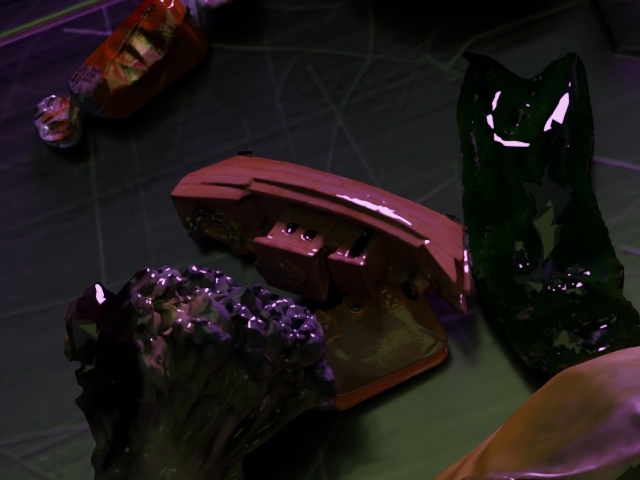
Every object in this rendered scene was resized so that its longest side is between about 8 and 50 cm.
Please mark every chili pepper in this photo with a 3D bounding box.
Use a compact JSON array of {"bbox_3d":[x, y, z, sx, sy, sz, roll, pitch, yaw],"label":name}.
[{"bbox_3d":[0.132,-0.023,1.073,0.098,0.061,0.224,-16,69,11],"label":"chili pepper"}]

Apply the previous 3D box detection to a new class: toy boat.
[{"bbox_3d":[0.000,0.000,1.068,0.206,0.064,0.072,17,55,30],"label":"toy boat"}]

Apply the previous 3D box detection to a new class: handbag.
[{"bbox_3d":[0.031,0.061,1.076,0.083,0.027,0.061,-26,65,-5],"label":"handbag"}]

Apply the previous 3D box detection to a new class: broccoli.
[{"bbox_3d":[-0.086,0.166,0.999,0.145,0.165,0.304,13,87,14],"label":"broccoli"}]

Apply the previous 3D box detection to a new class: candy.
[{"bbox_3d":[-0.114,-0.126,1.160,0.182,0.046,0.053,-41,67,-5],"label":"candy"}]

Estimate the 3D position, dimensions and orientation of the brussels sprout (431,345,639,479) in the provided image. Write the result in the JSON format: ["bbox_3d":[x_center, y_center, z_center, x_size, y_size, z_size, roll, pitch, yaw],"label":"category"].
[{"bbox_3d":[0.154,0.179,0.879,0.259,0.294,0.227,-25,94,-1],"label":"brussels sprout"}]
